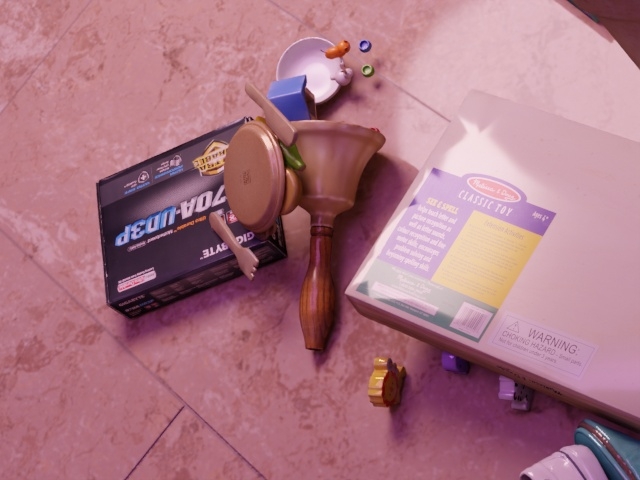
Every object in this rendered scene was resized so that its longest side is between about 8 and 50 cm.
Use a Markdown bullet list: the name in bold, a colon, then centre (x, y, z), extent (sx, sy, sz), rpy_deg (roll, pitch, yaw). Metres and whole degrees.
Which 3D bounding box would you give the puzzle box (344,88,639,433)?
- **puzzle box**: centre (0.257, 0.020, 1.726), extent (0.409, 0.052, 0.272), rpy_deg (23, 72, 32)

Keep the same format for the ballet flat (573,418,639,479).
- **ballet flat**: centre (0.331, 0.250, 1.605), extent (0.087, 0.083, 0.247), rpy_deg (-25, 53, -11)

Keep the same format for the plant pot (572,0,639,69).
- **plant pot**: centre (0.402, -0.230, 1.611), extent (0.334, 0.305, 0.334), rpy_deg (-27, 30, 17)

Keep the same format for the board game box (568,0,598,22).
- **board game box**: centre (0.286, -0.360, 1.940), extent (0.160, 0.047, 0.210), rpy_deg (-47, 53, 2)

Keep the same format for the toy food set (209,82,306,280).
- **toy food set**: centre (-0.062, -0.067, 1.906), extent (0.132, 0.038, 0.192), rpy_deg (51, 134, 43)

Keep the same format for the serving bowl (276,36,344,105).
- **serving bowl**: centre (-0.009, -0.194, 2.041), extent (0.083, 0.027, 0.083), rpy_deg (-4, 76, 17)

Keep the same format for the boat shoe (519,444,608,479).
- **boat shoe**: centre (0.256, 0.296, 1.594), extent (0.076, 0.083, 0.226), rpy_deg (-18, 57, -20)

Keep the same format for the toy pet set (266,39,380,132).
- **toy pet set**: centre (0.001, -0.171, 1.981), extent (0.114, 0.065, 0.122), rpy_deg (-11, 74, 16)

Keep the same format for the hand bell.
- **hand bell**: centre (0.000, 0.000, 1.917), extent (0.126, 0.126, 0.242), rpy_deg (-1, 79, 30)

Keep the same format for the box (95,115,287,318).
- **box**: centre (-0.154, -0.027, 2.035), extent (0.220, 0.051, 0.175), rpy_deg (-21, 58, 20)

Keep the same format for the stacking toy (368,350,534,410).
- **stacking toy**: centre (0.148, 0.072, 1.808), extent (0.167, 0.052, 0.221), rpy_deg (0, 66, 30)
